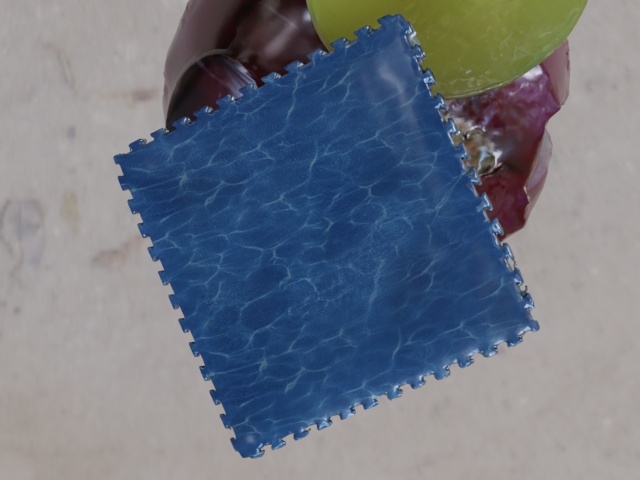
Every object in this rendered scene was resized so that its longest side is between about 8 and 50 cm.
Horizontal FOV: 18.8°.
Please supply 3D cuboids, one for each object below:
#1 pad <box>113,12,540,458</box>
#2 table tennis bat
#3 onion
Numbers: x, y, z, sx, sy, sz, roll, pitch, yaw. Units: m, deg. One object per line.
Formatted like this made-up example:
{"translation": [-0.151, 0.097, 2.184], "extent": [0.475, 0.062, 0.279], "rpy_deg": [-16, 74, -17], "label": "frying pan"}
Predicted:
{"translation": [0.000, 0.000, 1.465], "extent": [0.270, 0.012, 0.269], "rpy_deg": [-27, 85, 17], "label": "pad"}
{"translation": [0.149, -0.249, 1.500], "extent": [0.369, 0.054, 0.224], "rpy_deg": [-39, 121, 24], "label": "table tennis bat"}
{"translation": [0.053, -0.173, 1.894], "extent": [0.398, 0.420, 0.398], "rpy_deg": [4, 117, 8], "label": "onion"}
